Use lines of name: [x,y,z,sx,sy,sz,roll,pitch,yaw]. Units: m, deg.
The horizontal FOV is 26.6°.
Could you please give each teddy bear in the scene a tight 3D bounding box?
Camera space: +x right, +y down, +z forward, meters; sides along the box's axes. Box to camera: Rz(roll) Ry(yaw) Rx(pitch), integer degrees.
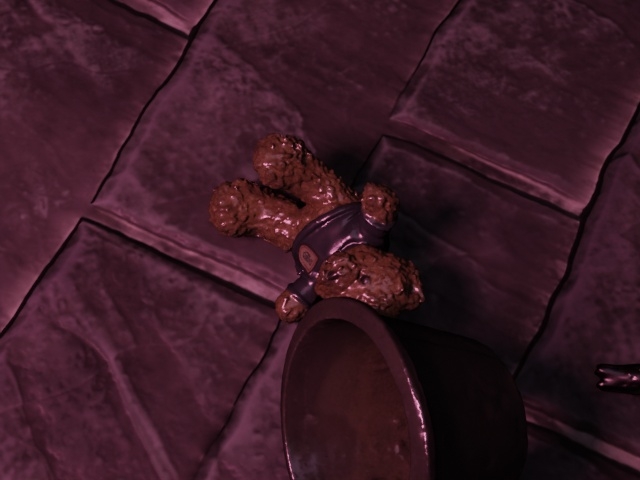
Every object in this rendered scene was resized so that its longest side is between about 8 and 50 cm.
teddy bear: [0.012,-0.005,1.428,0.129,0.182,0.251,-14,58,-50]

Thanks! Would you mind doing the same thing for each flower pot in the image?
flower pot: [0.089,0.182,1.294,0.166,0.269,0.269,-3,62,-28]

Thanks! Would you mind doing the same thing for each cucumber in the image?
cucumber: [0.356,0.146,1.419,0.135,0.034,0.033,4,69,-1]
